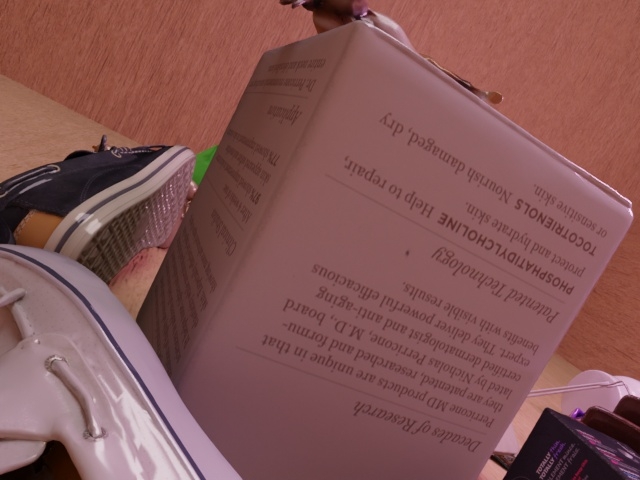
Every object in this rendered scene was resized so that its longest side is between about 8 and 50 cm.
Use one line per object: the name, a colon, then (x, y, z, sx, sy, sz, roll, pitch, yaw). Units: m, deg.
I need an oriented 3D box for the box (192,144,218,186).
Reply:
box: (-0.195, -0.066, 1.186, 0.262, 0.126, 0.231, 36, -31, 47)

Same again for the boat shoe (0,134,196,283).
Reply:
boat shoe: (-0.312, -0.062, 0.773, 0.155, 0.187, 0.500, 23, 19, -2)

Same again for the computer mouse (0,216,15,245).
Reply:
computer mouse: (-0.377, 0.032, 0.422, 0.188, 0.072, 0.272, 30, 19, -1)

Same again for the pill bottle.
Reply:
pill bottle: (0.828, 0.481, 1.355, 0.362, 0.210, 0.210, 26, 7, -19)

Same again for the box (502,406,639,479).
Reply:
box: (0.329, 0.336, 0.554, 0.143, 0.165, 0.270, 27, 7, -12)

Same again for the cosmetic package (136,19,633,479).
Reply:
cosmetic package: (0.023, 0.037, 0.574, 0.327, 0.394, 0.329, 25, 8, -23)

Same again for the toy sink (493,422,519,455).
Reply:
toy sink: (0.188, 0.227, 0.817, 0.152, 0.131, 0.234, 22, 46, -37)

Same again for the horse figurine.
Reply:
horse figurine: (0.062, -0.195, 0.524, 0.263, 0.066, 0.174, 27, 12, -29)

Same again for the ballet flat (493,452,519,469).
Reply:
ballet flat: (0.299, 0.351, 0.884, 0.114, 0.041, 0.041, 31, 7, 24)

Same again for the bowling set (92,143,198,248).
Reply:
bowling set: (-0.365, -0.107, 1.143, 0.286, 0.154, 0.200, 30, 7, 13)

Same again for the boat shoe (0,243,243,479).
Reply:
boat shoe: (-0.182, 0.124, 0.301, 0.367, 0.136, 0.156, 42, 15, 26)

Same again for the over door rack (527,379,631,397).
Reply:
over door rack: (0.523, 0.318, 1.168, 0.324, 0.108, 0.239, -5, -17, 31)

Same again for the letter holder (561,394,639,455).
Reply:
letter holder: (0.516, 0.379, 0.799, 0.151, 0.215, 0.302, 25, 7, -25)

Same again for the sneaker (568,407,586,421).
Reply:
sneaker: (0.596, 0.444, 1.131, 0.095, 0.105, 0.236, 30, 7, -1)
